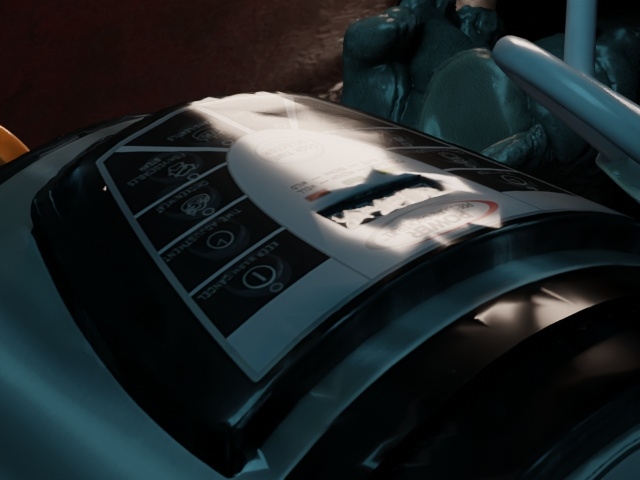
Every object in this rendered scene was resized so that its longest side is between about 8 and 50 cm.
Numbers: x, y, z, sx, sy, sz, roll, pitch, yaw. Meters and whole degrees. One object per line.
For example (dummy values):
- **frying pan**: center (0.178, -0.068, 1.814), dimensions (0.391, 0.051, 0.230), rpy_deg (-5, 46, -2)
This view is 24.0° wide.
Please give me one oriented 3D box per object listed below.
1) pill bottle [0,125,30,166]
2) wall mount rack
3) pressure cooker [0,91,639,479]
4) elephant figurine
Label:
- **pill bottle**: center (-0.316, 0.017, 1.151), dimensions (0.130, 0.130, 0.245), rpy_deg (10, 56, 39)
- **wall mount rack**: center (0.205, -0.036, 0.604), dimensions (0.130, 0.350, 0.304), rpy_deg (-51, 31, 8)
- **pressure cooker**: center (0.031, 0.157, 0.610), dimensions (0.420, 0.375, 0.369), rpy_deg (26, 84, 46)
- **elephant figurine**: center (0.122, -0.070, 0.923), dimensions (0.169, 0.186, 0.239), rpy_deg (-21, 27, -29)
